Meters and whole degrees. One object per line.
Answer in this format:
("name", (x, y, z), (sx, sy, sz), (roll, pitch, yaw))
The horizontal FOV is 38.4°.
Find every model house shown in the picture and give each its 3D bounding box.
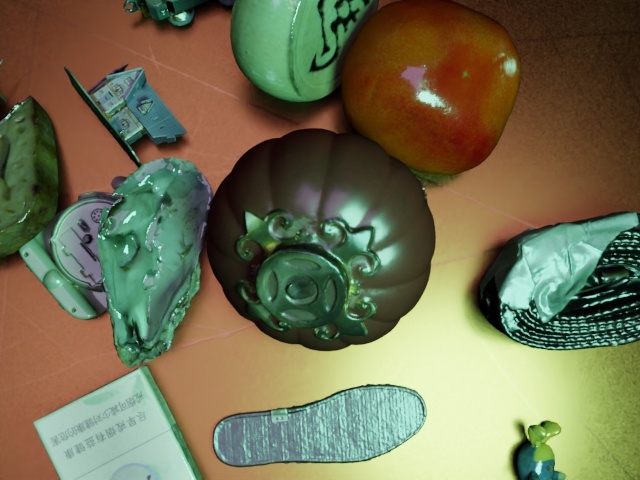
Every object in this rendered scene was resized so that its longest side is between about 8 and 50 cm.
("model house", (-0.266, -0.187, 1.284), (0.088, 0.117, 0.167), (-38, 85, -10))

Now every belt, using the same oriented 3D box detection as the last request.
("belt", (0.370, 0.060, 1.278), (0.289, 0.164, 0.184), (-11, 91, -2))

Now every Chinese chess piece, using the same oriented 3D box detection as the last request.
("Chinese chess piece", (-0.016, -0.311, 1.242), (0.101, 0.250, 0.250), (25, 83, 23))

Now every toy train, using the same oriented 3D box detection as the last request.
("toy train", (-0.188, -0.393, 1.320), (0.219, 0.089, 0.127), (-23, 77, -5))

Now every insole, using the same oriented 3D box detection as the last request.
("insole", (0.000, 0.267, 1.311), (0.309, 0.012, 0.110), (-5, 87, -5))

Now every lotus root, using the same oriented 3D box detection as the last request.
("lotus root", (-0.445, -0.061, 1.253), (0.260, 0.074, 0.170), (-42, 62, -9))

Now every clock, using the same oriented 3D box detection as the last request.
("clock", (-0.309, 0.005, 1.288), (0.191, 0.062, 0.151), (-41, 89, -7))

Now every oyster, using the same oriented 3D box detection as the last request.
("oyster", (-0.215, 0.026, 1.229), (0.199, 0.087, 0.252), (-23, 98, -13))

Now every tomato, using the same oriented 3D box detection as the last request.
("tomato", (0.158, -0.219, 1.268), (0.259, 0.180, 0.260), (-2, 96, -23))

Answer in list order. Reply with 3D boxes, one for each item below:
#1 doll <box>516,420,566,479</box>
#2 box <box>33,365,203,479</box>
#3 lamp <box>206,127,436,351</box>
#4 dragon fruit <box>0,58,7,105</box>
("doll", (0.318, 0.349, 1.292), (0.088, 0.102, 0.180), (2, 88, 39))
("box", (-0.258, 0.323, 1.260), (0.164, 0.069, 0.257), (-27, 87, -6))
("lamp", (0.000, 0.000, 1.205), (0.303, 0.257, 0.303), (6, 121, 9))
("dragon fruit", (-0.570, -0.195, 1.229), (0.293, 0.234, 0.234), (-25, 87, -25))
